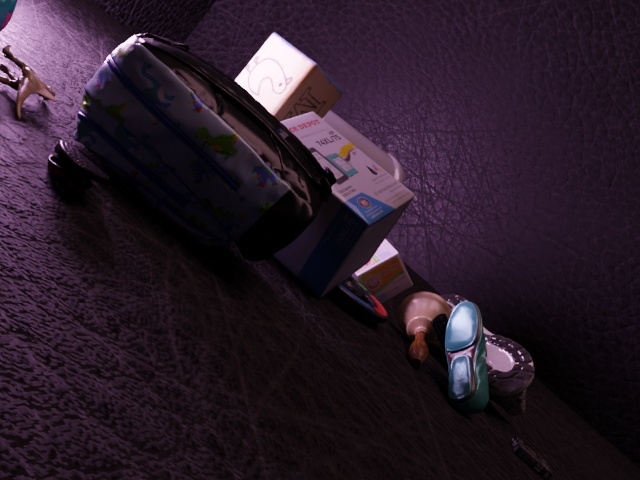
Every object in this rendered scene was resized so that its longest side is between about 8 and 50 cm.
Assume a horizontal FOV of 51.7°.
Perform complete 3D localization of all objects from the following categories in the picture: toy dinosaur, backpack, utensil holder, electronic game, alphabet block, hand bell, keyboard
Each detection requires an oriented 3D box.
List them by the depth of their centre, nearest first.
[{"bbox_3d":[-0.412,-0.222,0.921,0.093,0.053,0.183,39,7,-17],"label":"toy dinosaur"},{"bbox_3d":[-0.178,-0.143,0.978,0.355,0.273,0.290,54,13,-13],"label":"backpack"},{"bbox_3d":[0.050,0.091,1.376,0.229,0.048,0.229,39,7,-6],"label":"electronic game"},{"bbox_3d":[0.212,0.208,1.398,0.126,0.126,0.242,40,20,-1],"label":"hand bell"},{"bbox_3d":[0.300,0.239,1.398,0.100,0.038,0.192,-25,91,-60],"label":"keyboard"},{"bbox_3d":[-0.091,-0.410,1.809,0.192,0.197,0.193,43,7,28],"label":"alphabet block"},{"bbox_3d":[0.032,-0.240,2.219,0.385,0.327,0.327,32,11,-34],"label":"utensil holder"}]

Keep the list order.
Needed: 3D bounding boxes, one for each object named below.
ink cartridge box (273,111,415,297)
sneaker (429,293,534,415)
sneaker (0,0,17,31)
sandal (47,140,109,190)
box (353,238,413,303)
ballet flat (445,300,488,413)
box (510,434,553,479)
[{"bbox_3d":[-0.009,-0.075,1.256,0.270,0.197,0.198,41,36,13],"label":"ink cartridge box"},{"bbox_3d":[0.356,0.284,1.608,0.410,0.158,0.182,47,-21,55],"label":"sneaker"},{"bbox_3d":[-0.566,-0.418,1.018,0.295,0.124,0.178,51,16,19],"label":"sneaker"},{"bbox_3d":[-0.293,-0.084,0.783,0.067,0.040,0.179,43,-9,-24],"label":"sandal"},{"bbox_3d":[0.119,0.053,1.587,0.103,0.114,0.203,63,-5,-30],"label":"box"},{"bbox_3d":[0.297,0.239,1.326,0.087,0.083,0.247,48,36,-32],"label":"ballet flat"},{"bbox_3d":[0.415,0.428,1.302,0.083,0.018,0.067,41,8,5],"label":"box"}]
